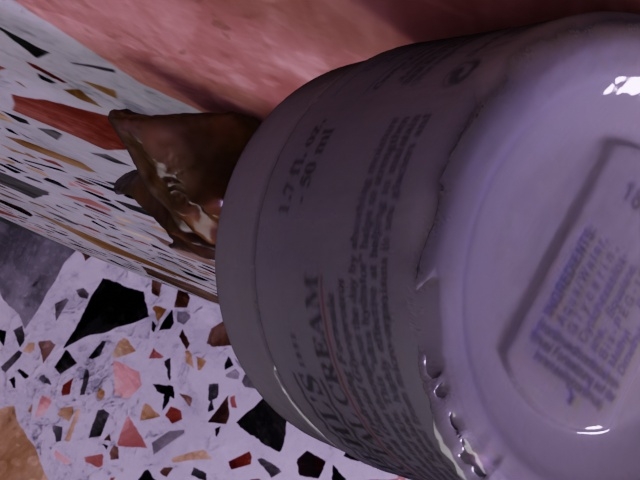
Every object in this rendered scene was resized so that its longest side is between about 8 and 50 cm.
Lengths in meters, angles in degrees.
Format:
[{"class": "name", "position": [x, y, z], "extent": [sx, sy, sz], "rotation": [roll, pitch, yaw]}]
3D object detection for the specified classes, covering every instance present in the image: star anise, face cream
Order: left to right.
[{"class": "star anise", "position": [0.000, -0.002, 0.770], "extent": [0.349, 0.109, 0.292], "rotation": [24, 176, -23]}, {"class": "face cream", "position": [0.068, 0.009, 0.414], "extent": [0.177, 0.177, 0.153], "rotation": [26, 170, -27]}]
